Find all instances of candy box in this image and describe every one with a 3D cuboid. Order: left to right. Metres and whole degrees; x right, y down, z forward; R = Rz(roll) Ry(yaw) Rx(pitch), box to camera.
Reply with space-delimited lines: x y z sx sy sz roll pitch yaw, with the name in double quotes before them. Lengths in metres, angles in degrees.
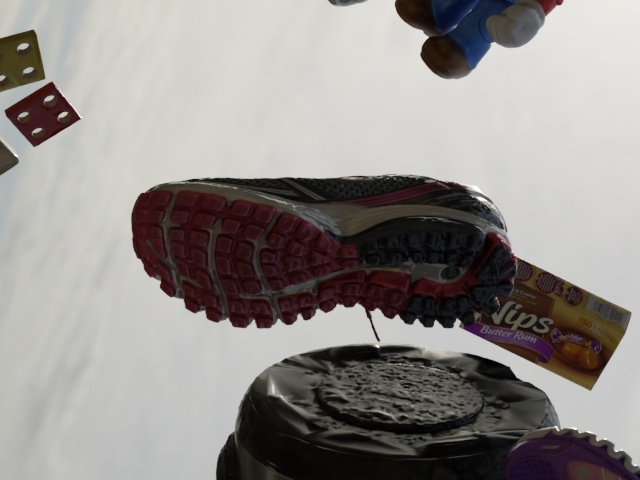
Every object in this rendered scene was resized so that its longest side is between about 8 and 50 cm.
"candy box" 0.280 0.098 1.807 0.053 0.187 0.109 -59 173 -51

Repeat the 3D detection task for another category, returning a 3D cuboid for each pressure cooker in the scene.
"pressure cooker" 0.079 0.363 1.623 0.375 0.370 0.420 25 -61 53

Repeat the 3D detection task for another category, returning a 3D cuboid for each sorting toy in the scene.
"sorting toy" -0.325 -0.080 1.143 0.274 0.132 0.046 -32 -127 5

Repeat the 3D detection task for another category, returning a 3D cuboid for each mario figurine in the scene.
"mario figurine" 0.206 -0.331 1.578 0.320 0.198 0.170 -44 179 27

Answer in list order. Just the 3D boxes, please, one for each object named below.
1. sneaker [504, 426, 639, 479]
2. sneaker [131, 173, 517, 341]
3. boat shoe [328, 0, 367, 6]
"sneaker" 0.259 0.256 1.277 0.104 0.236 0.095 -37 148 -42
"sneaker" 0.000 0.000 1.141 0.112 0.299 0.120 -93 -168 -55
"boat shoe" -0.046 -0.361 1.450 0.103 0.302 0.113 -26 -174 34
